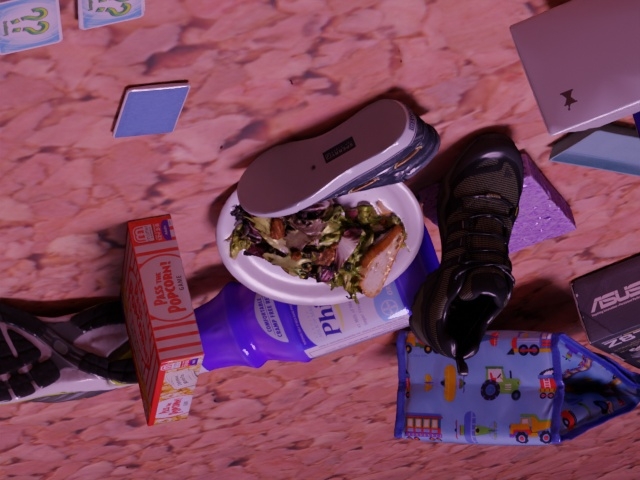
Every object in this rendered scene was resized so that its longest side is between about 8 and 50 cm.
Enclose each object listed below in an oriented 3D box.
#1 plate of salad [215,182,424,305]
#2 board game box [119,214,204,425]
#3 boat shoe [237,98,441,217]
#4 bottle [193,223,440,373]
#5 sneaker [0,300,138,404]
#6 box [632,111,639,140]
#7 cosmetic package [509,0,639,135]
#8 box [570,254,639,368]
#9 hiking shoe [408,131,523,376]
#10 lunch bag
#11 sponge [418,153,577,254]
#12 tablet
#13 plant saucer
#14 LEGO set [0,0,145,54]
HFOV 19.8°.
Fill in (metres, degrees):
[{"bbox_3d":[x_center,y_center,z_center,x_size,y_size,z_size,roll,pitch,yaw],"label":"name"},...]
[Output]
[{"bbox_3d":[0.000,0.000,1.743,0.200,0.048,0.200,-2,135,-2],"label":"plate of salad"},{"bbox_3d":[-0.157,0.081,1.790,0.045,0.147,0.193,-10,158,-13],"label":"board game box"},{"bbox_3d":[0.019,-0.062,1.652,0.183,0.065,0.083,-24,156,22],"label":"boat shoe"},{"bbox_3d":[-0.015,0.063,1.879,0.283,0.118,0.092,-19,173,14],"label":"bottle"},{"bbox_3d":[-0.305,0.129,1.875,0.300,0.111,0.121,3,157,-35],"label":"sneaker"},{"bbox_3d":[0.385,-0.128,1.722,0.126,0.072,0.137,-1,155,-34],"label":"box"},{"bbox_3d":[0.352,-0.189,1.392,0.377,0.097,0.284,-21,-179,15],"label":"cosmetic package"},{"bbox_3d":[0.549,0.052,2.268,0.395,0.097,0.318,-24,159,23],"label":"box"},{"bbox_3d":[0.157,0.013,1.745,0.086,0.114,0.227,5,109,-23],"label":"hiking shoe"},{"bbox_3d":[0.258,0.187,2.295,0.221,0.138,0.293,-1,174,31],"label":"lunch bag"},{"bbox_3d":[0.187,-0.030,1.900,0.117,0.031,0.210,-20,158,15],"label":"sponge"},{"bbox_3d":[-0.140,-0.107,1.513,0.054,0.006,0.083,-7,157,-19],"label":"tablet"},{"bbox_3d":[0.312,-0.091,1.847,0.192,0.018,0.067,7,150,-43],"label":"plant saucer"},{"bbox_3d":[-0.197,-0.177,1.229,0.182,0.060,0.244,-14,159,-12],"label":"LEGO set"}]
